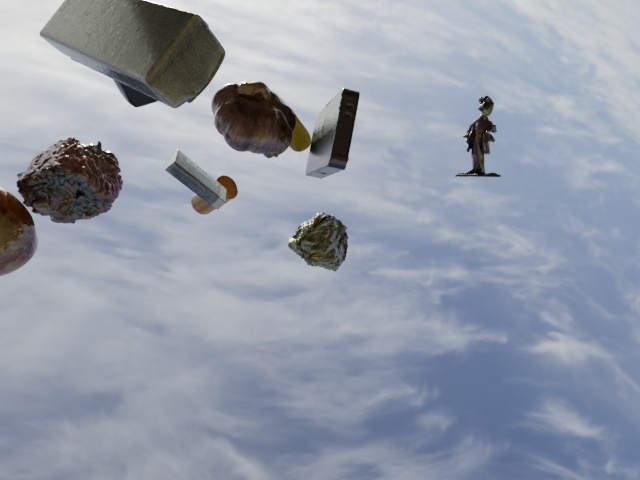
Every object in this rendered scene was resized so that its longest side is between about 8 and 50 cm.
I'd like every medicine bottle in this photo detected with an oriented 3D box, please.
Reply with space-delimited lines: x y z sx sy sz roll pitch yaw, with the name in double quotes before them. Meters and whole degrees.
"medicine bottle" -0.402 -0.169 1.721 0.096 0.192 0.096 18 -117 -39

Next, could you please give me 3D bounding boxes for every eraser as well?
"eraser" -0.396 -0.196 1.472 0.212 0.046 0.092 40 -157 -32

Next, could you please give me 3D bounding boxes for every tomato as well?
"tomato" -0.909 -0.021 1.208 0.270 0.270 0.223 34 -134 1

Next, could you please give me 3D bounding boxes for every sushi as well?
"sushi" -0.720 -0.167 1.330 0.236 0.270 0.171 49 -150 -47

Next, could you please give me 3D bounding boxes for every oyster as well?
"oyster" 0.000 0.000 1.515 0.267 0.112 0.198 42 -124 -47

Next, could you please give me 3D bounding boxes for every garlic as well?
"garlic" -0.168 -0.338 1.212 0.245 0.160 0.245 22 -143 -18

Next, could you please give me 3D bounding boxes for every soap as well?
"soap" -0.093 -0.374 1.509 0.089 0.033 0.168 -37 -75 -27

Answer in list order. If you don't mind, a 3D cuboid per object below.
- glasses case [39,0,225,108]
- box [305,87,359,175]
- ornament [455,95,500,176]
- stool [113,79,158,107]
"glasses case" -0.177 -0.181 0.416 0.205 0.047 0.071 30 -98 32
"box" 0.028 -0.296 1.323 0.058 0.350 0.211 11 -88 -12
"ornament" 0.401 -0.251 1.123 0.088 0.203 0.081 -2 -164 -29
"stool" -0.418 -0.442 1.138 0.232 0.141 0.232 -15 -142 12
